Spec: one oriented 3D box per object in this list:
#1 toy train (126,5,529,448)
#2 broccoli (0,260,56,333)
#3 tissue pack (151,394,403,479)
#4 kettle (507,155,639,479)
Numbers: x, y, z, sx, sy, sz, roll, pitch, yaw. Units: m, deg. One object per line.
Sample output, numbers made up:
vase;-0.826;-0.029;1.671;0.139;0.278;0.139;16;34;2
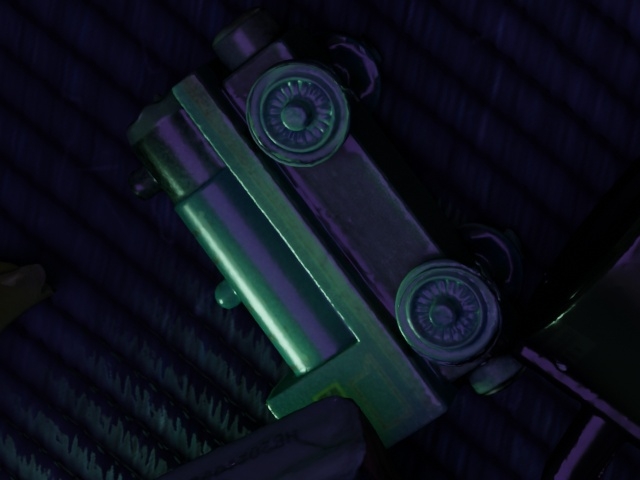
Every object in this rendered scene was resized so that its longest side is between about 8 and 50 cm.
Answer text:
toy train;0.000;0.000;1.260;0.194;0.120;0.298;-35;95;22
broccoli;-0.373;0.102;1.340;0.254;0.186;0.302;26;87;-29
tissue pack;-0.010;0.275;1.268;0.228;0.103;0.315;-26;122;5
kettle;0.282;0.098;1.161;0.308;0.262;0.203;40;152;-3
